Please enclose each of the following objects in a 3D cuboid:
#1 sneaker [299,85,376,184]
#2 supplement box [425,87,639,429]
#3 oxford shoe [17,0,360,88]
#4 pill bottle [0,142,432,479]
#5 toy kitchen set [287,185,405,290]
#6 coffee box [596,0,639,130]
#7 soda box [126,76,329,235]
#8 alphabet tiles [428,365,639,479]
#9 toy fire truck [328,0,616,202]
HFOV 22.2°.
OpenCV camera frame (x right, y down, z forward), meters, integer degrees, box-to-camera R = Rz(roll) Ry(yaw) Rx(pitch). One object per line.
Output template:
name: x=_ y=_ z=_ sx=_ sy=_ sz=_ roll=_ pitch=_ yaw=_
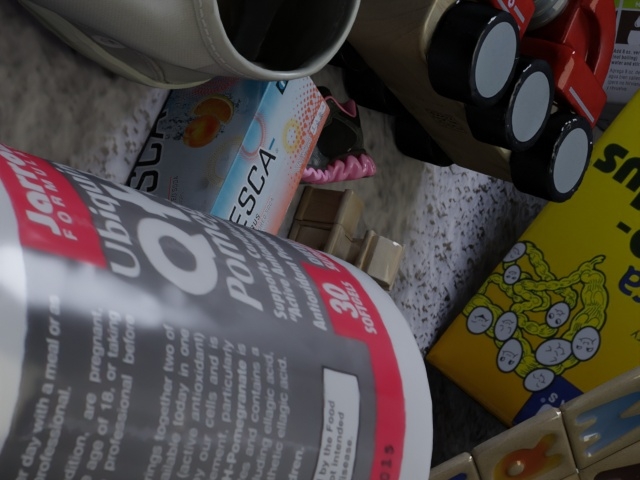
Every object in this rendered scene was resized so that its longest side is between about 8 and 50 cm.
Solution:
sneaker: x=-0.006 y=-0.059 z=0.929 sx=0.119 sy=0.047 sz=0.057 roll=-14 pitch=103 yaw=-66
supplement box: x=0.282 y=0.026 z=1.165 sx=0.356 sy=0.194 sz=0.195 roll=-52 pitch=145 yaw=-1
oxford shoe: x=-0.112 y=-0.167 z=0.624 sx=0.449 sy=0.130 sz=0.169 roll=26 pitch=75 yaw=-59
pill bottle: x=-0.120 y=0.056 z=0.595 sx=0.318 sy=0.176 sz=0.176 roll=19 pitch=81 yaw=-45
toy kitchen set: x=0.000 y=0.000 z=0.924 sx=0.075 sy=0.068 sz=0.083 roll=48 pitch=56 yaw=-53
coffee box: x=0.303 y=-0.234 z=1.337 sx=0.168 sy=0.119 sz=0.297 roll=19 pitch=81 yaw=-59
soda box: x=-0.061 y=-0.013 z=0.826 sx=0.063 sy=0.058 sz=0.183 roll=54 pitch=51 yaw=-50
alphabet tiles: x=0.125 y=0.220 z=1.027 sx=0.342 sy=0.011 sz=0.285 roll=-26 pitch=132 yaw=-5
toy fire truck: x=0.105 y=-0.181 z=1.012 sx=0.217 sy=0.158 sz=0.246 roll=40 pitch=73 yaw=-56
